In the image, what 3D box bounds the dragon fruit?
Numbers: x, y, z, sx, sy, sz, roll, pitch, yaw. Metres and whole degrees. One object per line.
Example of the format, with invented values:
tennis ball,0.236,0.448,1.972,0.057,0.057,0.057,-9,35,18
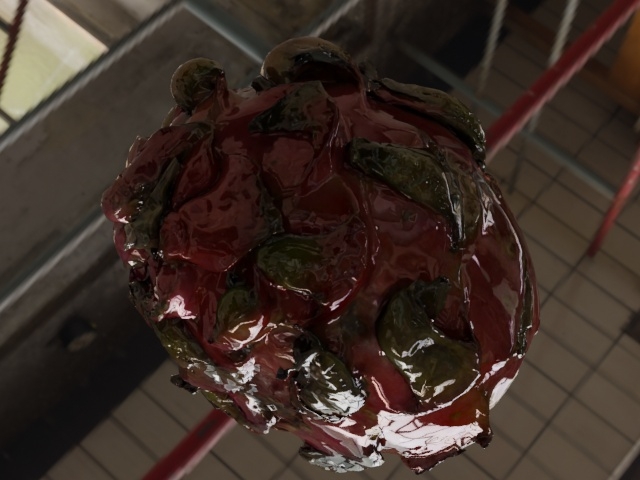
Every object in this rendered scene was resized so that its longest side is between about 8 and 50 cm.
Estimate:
dragon fruit,0.000,0.000,0.722,0.250,0.291,0.269,-24,-147,49
